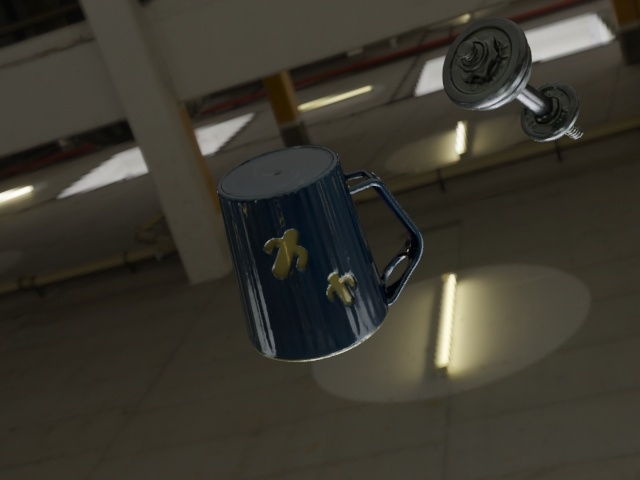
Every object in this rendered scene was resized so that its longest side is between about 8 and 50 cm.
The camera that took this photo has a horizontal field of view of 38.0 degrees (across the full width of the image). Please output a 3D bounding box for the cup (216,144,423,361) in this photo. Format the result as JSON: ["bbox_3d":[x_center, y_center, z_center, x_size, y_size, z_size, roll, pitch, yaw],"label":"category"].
[{"bbox_3d":[0.000,0.000,0.822,0.176,0.155,0.131,-22,-154,-10],"label":"cup"}]

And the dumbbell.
[{"bbox_3d":[0.243,-0.174,1.101,0.110,0.110,0.254,-2,162,45],"label":"dumbbell"}]
